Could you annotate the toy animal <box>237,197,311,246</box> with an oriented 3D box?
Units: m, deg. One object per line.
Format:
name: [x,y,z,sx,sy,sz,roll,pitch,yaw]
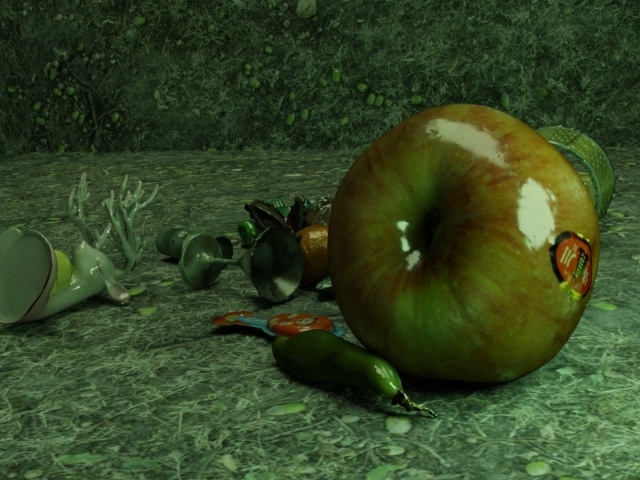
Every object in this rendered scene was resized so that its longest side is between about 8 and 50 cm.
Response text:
toy animal: [-0.115,-0.048,2.168,0.208,0.100,0.103,-24,61,-28]

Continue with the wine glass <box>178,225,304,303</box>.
wine glass: [-0.163,0.043,1.726,0.232,0.156,0.156,2,13,41]

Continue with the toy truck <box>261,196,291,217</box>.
toy truck: [-0.099,-0.035,2.053,0.065,0.079,0.147,-9,55,-28]

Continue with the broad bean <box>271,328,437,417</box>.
broad bean: [0.027,0.178,1.243,0.067,0.075,0.325,-11,15,-36]

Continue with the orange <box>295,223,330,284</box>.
orange: [-0.002,0.030,1.769,0.135,0.136,0.117,-15,51,-41]

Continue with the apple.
apple: [0.210,0.014,1.268,0.400,0.400,0.333,6,-9,33]

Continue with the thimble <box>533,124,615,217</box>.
thimble: [0.518,-0.114,1.973,0.270,0.271,0.150,4,19,28]

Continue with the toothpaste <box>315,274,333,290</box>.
toothpaste: [0.116,0.044,1.688,0.268,0.047,0.069,-22,37,4]

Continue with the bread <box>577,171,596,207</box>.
bread: [0.625,-0.121,2.303,0.236,0.106,0.140,1,15,16]

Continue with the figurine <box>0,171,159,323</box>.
figurine: [-0.458,0.010,1.674,0.206,0.284,0.315,5,4,23]

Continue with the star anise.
star anise: [-0.046,-0.028,1.865,0.257,0.198,0.111,-10,50,-22]

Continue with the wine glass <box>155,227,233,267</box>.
wine glass: [-0.291,0.015,1.990,0.195,0.079,0.079,11,19,41]

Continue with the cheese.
cheese: [-0.073,0.144,1.486,0.256,0.037,0.106,7,15,31]
